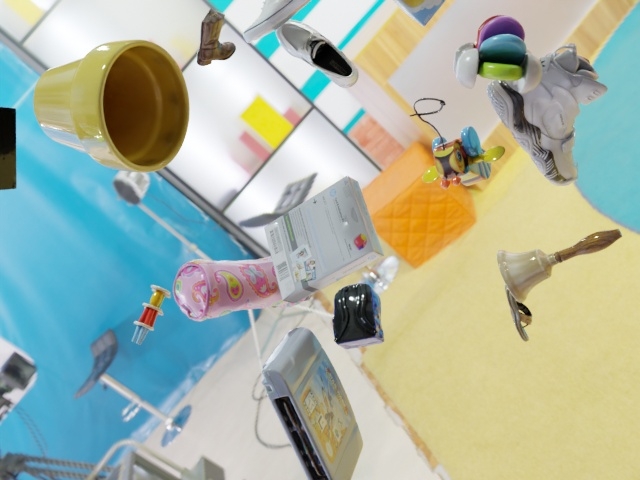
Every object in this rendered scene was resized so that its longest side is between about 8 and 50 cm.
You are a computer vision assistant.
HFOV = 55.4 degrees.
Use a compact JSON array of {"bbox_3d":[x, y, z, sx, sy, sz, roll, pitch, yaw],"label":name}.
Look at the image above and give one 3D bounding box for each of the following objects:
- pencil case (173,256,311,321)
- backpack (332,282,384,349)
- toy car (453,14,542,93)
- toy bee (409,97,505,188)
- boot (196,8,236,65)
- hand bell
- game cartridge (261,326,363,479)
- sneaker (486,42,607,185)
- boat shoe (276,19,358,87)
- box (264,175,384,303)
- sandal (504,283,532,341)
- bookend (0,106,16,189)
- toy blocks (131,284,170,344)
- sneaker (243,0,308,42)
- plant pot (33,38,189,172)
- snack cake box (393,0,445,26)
[{"bbox_3d":[-0.146,0.091,1.212,0.284,0.124,0.124,-2,-26,-48],"label":"pencil case"},{"bbox_3d":[0.076,0.152,1.224,0.097,0.101,0.120,-13,65,17],"label":"backpack"},{"bbox_3d":[0.349,-0.370,1.193,0.182,0.159,0.136,-75,-10,-63],"label":"toy car"},{"bbox_3d":[0.302,-0.178,1.401,0.195,0.298,0.162,-31,52,53],"label":"toy bee"},{"bbox_3d":[-0.197,-0.405,1.190,0.106,0.037,0.114,-44,-15,-37],"label":"boot"},{"bbox_3d":[0.513,0.030,1.291,0.242,0.126,0.126,-28,26,30],"label":"hand bell"},{"bbox_3d":[-0.006,0.324,1.158,0.062,0.297,0.198,-19,12,27],"label":"game cartridge"},{"bbox_3d":[0.550,-0.276,1.376,0.210,0.365,0.137,-33,38,27],"label":"sneaker"},{"bbox_3d":[-0.012,-0.511,1.644,0.096,0.267,0.088,-48,-4,3],"label":"boat shoe"},{"bbox_3d":[0.000,0.000,1.010,0.186,0.038,0.145,-31,61,26],"label":"box"},{"bbox_3d":[0.495,0.177,1.502,0.049,0.180,0.072,-16,25,14],"label":"sandal"},{"bbox_3d":[-0.672,-0.182,1.171,0.072,0.157,0.156,-22,-62,-68],"label":"bookend"},{"bbox_3d":[-0.439,0.196,1.564,0.123,0.054,0.148,135,158,-72],"label":"toy blocks"},{"bbox_3d":[-0.109,-0.623,1.594,0.258,0.091,0.094,-34,10,15],"label":"sneaker"},{"bbox_3d":[-0.437,-0.272,1.235,0.238,0.254,0.254,8,50,26],"label":"plant pot"},{"bbox_3d":[0.234,-0.589,1.217,0.264,0.152,0.089,-49,42,17],"label":"snack cake box"}]
